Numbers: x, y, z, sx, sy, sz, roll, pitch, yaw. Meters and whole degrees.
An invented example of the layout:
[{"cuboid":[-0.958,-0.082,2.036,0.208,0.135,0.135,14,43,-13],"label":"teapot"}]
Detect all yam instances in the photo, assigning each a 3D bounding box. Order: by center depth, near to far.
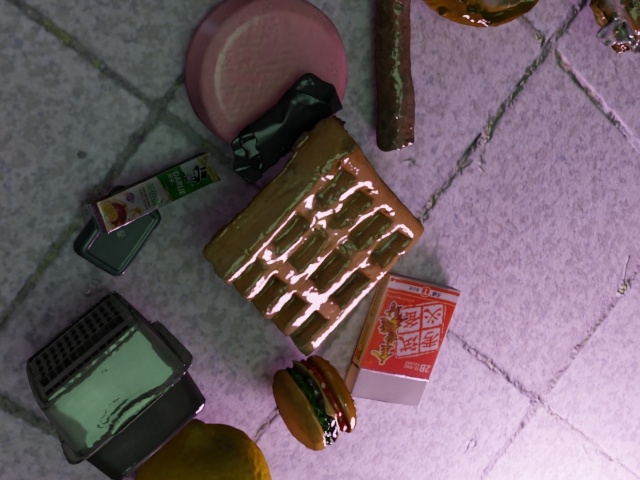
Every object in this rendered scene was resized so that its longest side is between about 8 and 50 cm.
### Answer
[{"cuboid":[0.117,-0.290,1.756,0.066,0.066,0.299,-13,115,-23],"label":"yam"}]

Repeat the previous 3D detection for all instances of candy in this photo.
[{"cuboid":[-0.080,-0.242,1.654,0.255,0.094,0.255,-10,112,-25],"label":"candy"},{"cuboid":[0.259,-0.463,1.736,0.260,0.118,0.259,-10,112,-27],"label":"candy"}]

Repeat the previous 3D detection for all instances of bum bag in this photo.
[{"cuboid":[-0.051,-0.165,1.612,0.198,0.049,0.087,-42,127,-9],"label":"bum bag"}]

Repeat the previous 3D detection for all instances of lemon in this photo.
[{"cuboid":[-0.185,0.402,1.755,0.228,0.228,0.253,-25,133,-17],"label":"lemon"}]

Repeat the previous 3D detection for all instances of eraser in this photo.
[{"cuboid":[0.143,0.177,1.956,0.157,0.038,0.230,13,101,-31],"label":"eraser"}]

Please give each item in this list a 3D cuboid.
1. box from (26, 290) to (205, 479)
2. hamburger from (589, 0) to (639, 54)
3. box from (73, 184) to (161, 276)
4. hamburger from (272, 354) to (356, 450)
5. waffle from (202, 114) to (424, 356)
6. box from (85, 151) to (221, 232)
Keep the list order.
[{"cuboid":[-0.298,0.205,1.595,0.220,0.290,0.166,-41,109,-9],"label":"box"},{"cuboid":[0.565,-0.444,1.868,0.288,0.168,0.192,-45,123,-6],"label":"hamburger"},{"cuboid":[-0.303,-0.012,1.660,0.091,0.031,0.126,38,87,-32],"label":"box"},{"cuboid":[-0.011,0.269,1.841,0.115,0.162,0.162,-28,118,-14],"label":"hamburger"},{"cuboid":[0.000,0.000,1.725,0.304,0.077,0.348,-45,144,-1],"label":"waffle"},{"cuboid":[-0.245,-0.072,1.635,0.207,0.041,0.049,-28,109,-31],"label":"box"}]
